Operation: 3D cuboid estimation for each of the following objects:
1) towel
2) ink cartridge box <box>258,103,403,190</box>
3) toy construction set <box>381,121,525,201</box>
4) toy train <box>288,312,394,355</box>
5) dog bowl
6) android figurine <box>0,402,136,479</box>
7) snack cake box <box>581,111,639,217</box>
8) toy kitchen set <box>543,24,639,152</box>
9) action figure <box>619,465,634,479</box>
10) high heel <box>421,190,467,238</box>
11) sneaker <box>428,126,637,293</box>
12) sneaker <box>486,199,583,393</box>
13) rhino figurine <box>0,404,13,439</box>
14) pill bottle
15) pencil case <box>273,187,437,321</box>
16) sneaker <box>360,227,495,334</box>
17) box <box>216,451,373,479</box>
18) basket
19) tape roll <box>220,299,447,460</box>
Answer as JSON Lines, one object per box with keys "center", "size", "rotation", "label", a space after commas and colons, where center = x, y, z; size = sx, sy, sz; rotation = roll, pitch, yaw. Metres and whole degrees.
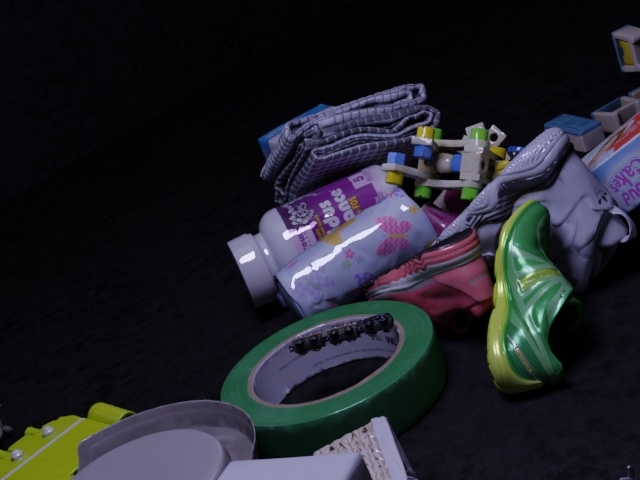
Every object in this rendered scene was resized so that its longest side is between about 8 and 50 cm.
{"center": [0.053, -0.156, 2.262], "size": [0.283, 0.121, 0.235], "rotation": [-19, -15, -23], "label": "towel"}
{"center": [0.019, -0.155, 2.522], "size": [0.168, 0.171, 0.232], "rotation": [-30, 22, -20], "label": "ink cartridge box"}
{"center": [0.264, -0.121, 2.147], "size": [0.215, 0.151, 0.327], "rotation": [6, 9, 27], "label": "toy construction set"}
{"center": [0.030, 0.133, 1.803], "size": [0.158, 0.027, 0.036], "rotation": [-16, 18, 13], "label": "toy train"}
{"center": [-0.229, 0.348, 1.637], "size": [0.348, 0.102, 0.349], "rotation": [-19, 21, 8], "label": "dog bowl"}
{"center": [-0.392, 0.332, 1.901], "size": [0.273, 0.056, 0.248], "rotation": [6, 34, 47], "label": "android figurine"}
{"center": [0.462, -0.108, 1.923], "size": [0.152, 0.089, 0.264], "rotation": [-45, 0, -39], "label": "snack cake box"}
{"center": [0.522, -0.290, 2.374], "size": [0.207, 0.166, 0.122], "rotation": [-28, 22, -18], "label": "toy kitchen set"}
{"center": [0.335, 0.289, 1.191], "size": [0.275, 0.141, 0.164], "rotation": [-32, 35, -30], "label": "action figure"}
{"center": [0.243, -0.034, 2.203], "size": [0.082, 0.117, 0.244], "rotation": [-53, -8, 15], "label": "high heel"}
{"center": [0.314, 0.005, 1.917], "size": [0.137, 0.210, 0.366], "rotation": [-41, -6, -42], "label": "sneaker"}
{"center": [0.298, 0.079, 1.722], "size": [0.123, 0.109, 0.295], "rotation": [0, 56, 15], "label": "sneaker"}
{"center": [-0.566, 0.337, 2.029], "size": [0.106, 0.073, 0.243], "rotation": [-19, 19, 17], "label": "rhino figurine"}
{"center": [0.000, 0.000, 2.167], "size": [0.301, 0.169, 0.169], "rotation": [-24, 21, -7], "label": "pill bottle"}
{"center": [0.058, 0.034, 2.035], "size": [0.273, 0.124, 0.113], "rotation": [-36, 13, -7], "label": "pencil case"}
{"center": [0.161, 0.088, 1.892], "size": [0.116, 0.136, 0.314], "rotation": [-27, -3, -24], "label": "sneaker"}
{"center": [-0.057, 0.394, 1.201], "size": [0.168, 0.215, 0.345], "rotation": [-9, 24, 30], "label": "box"}
{"center": [0.063, 0.300, 1.462], "size": [0.103, 0.113, 0.167], "rotation": [-25, 21, 3], "label": "basket"}
{"center": [0.019, 0.199, 1.797], "size": [0.321, 0.077, 0.321], "rotation": [-18, 22, 8], "label": "tape roll"}
